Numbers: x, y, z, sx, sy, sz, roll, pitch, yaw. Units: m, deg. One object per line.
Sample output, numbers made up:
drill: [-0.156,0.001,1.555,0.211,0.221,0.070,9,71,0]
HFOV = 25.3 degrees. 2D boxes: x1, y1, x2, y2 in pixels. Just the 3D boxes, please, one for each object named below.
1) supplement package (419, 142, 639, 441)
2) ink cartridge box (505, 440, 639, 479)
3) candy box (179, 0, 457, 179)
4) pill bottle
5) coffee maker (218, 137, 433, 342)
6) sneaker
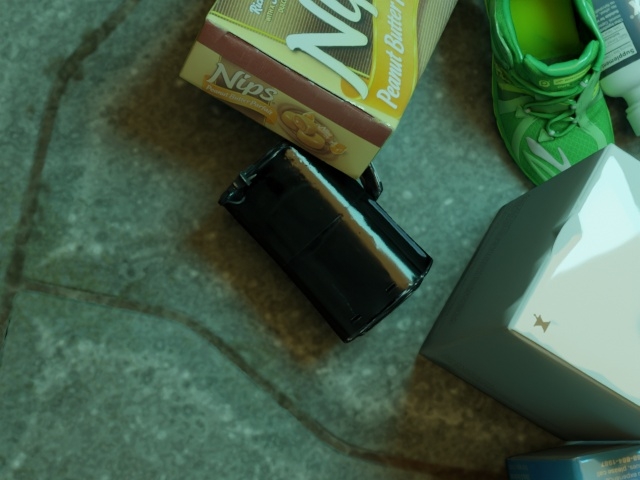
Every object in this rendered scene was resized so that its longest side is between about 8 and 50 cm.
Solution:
supplement package: [0.232,0.060,1.241,0.175,0.293,0.177,32,79,-4]
ink cartridge box: [0.307,0.308,1.266,0.198,0.197,0.270,-8,83,-11]
candy box: [0.025,-0.225,1.290,0.183,0.087,0.316,30,53,-4]
pill bottle: [0.307,-0.199,1.387,0.108,0.108,0.180,-24,87,-12]
coffee maker: [0.000,0.000,1.279,0.178,0.120,0.171,48,39,0]
sneaker: [0.207,-0.154,1.316,0.109,0.123,0.295,-16,118,8]
